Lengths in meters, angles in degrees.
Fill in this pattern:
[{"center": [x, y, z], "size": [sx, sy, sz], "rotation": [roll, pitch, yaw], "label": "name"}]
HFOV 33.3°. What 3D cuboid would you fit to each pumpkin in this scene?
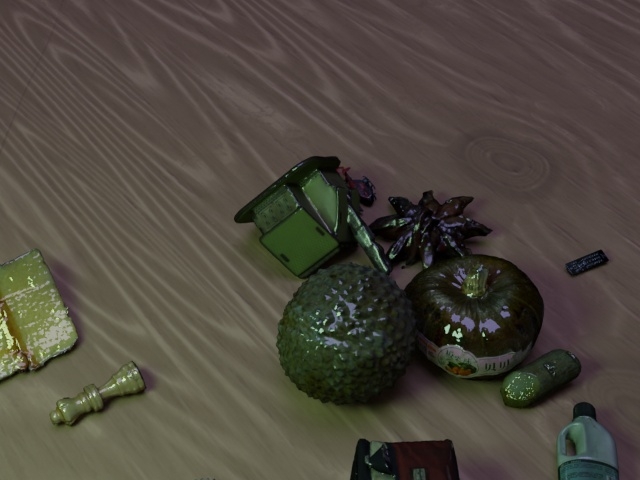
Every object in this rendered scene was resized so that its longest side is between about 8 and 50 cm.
[{"center": [0.279, 0.122, 1.944], "size": [0.260, 0.189, 0.260], "rotation": [1, 42, -1], "label": "pumpkin"}]

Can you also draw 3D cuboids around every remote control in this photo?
[{"center": [0.534, 0.046, 2.149], "size": [0.091, 0.016, 0.034], "rotation": [-19, 62, -19], "label": "remote control"}]

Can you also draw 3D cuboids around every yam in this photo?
[{"center": [0.388, 0.244, 1.898], "size": [0.147, 0.069, 0.070], "rotation": [-23, 47, -24], "label": "yam"}]

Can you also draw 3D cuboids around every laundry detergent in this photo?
[{"center": [0.440, 0.363, 1.769], "size": [0.099, 0.070, 0.225], "rotation": [0, 43, 10], "label": "laundry detergent"}]

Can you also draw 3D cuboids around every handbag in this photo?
[{"center": [0.124, 0.419, 1.636], "size": [0.182, 0.181, 0.254], "rotation": [0, 40, -2], "label": "handbag"}]

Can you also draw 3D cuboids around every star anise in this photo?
[{"center": [0.216, -0.038, 2.178], "size": [0.272, 0.102, 0.272], "rotation": [-3, 46, 3], "label": "star anise"}]

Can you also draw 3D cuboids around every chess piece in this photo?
[{"center": [-0.395, 0.275, 1.884], "size": [0.172, 0.060, 0.060], "rotation": [-26, 49, -20], "label": "chess piece"}]

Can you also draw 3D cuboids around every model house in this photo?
[{"center": [0.000, 0.000, 2.139], "size": [0.278, 0.218, 0.205], "rotation": [57, 21, 10], "label": "model house"}]

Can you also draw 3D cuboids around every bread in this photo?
[{"center": [-0.572, 0.149, 1.962], "size": [0.240, 0.135, 0.178], "rotation": [-26, 48, -28], "label": "bread"}]

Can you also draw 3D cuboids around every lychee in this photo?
[{"center": [0.038, 0.160, 1.859], "size": [0.255, 0.255, 0.274], "rotation": [23, 5, 24], "label": "lychee"}]

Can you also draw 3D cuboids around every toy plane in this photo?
[{"center": [0.075, -0.115, 2.314], "size": [0.060, 0.037, 0.145], "rotation": [-28, 53, -13], "label": "toy plane"}]

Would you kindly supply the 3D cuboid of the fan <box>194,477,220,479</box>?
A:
[{"center": [-0.125, 0.445, 1.691], "size": [0.244, 0.074, 0.130], "rotation": [8, 32, 2], "label": "fan"}]
